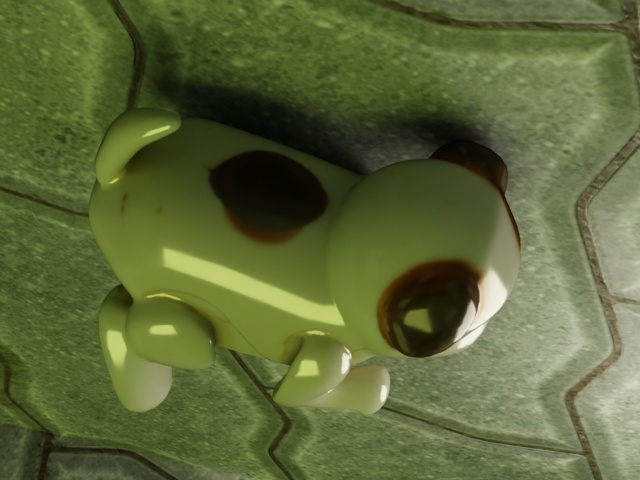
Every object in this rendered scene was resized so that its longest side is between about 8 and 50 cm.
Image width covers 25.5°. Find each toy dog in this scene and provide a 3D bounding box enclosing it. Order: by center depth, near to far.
[{"bbox_3d":[0.000,0.000,1.426,0.408,0.284,0.395,5,133,20],"label":"toy dog"}]
